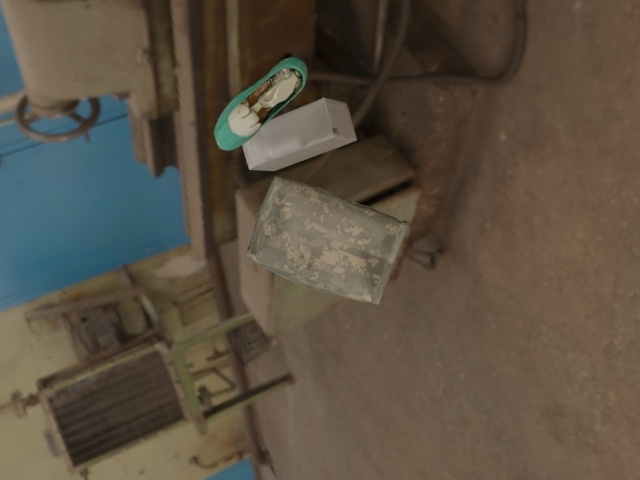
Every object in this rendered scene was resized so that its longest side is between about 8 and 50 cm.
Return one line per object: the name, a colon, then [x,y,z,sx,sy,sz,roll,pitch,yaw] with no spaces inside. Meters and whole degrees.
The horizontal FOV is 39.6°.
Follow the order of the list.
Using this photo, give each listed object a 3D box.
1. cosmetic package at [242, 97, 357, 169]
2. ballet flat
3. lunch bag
cosmetic package: [-0.052,-0.241,2.049,0.127,0.238,0.107,-3,-106,-65]
ballet flat: [-0.123,-0.276,1.798,0.083,0.247,0.087,45,-174,-18]
lunch bag: [0.000,0.000,1.534,0.287,0.235,0.169,165,125,-84]
